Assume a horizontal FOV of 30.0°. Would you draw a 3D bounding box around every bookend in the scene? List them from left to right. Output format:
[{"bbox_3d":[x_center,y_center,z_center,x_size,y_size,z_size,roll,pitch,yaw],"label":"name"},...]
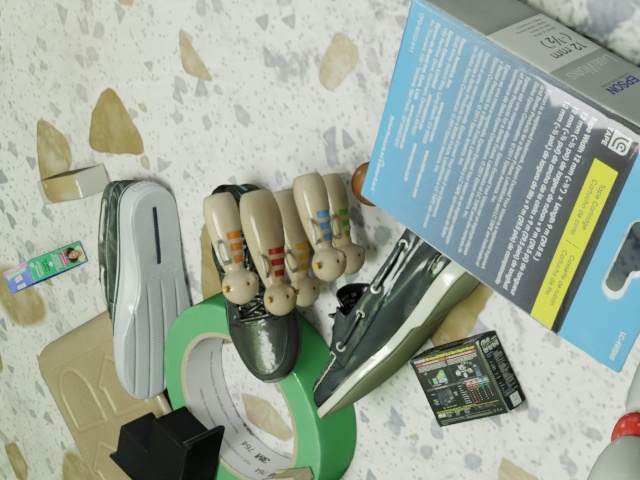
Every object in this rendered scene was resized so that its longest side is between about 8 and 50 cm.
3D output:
[{"bbox_3d":[-0.229,0.299,1.762,0.157,0.072,0.156,36,129,31],"label":"bookend"}]

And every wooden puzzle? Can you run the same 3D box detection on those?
[{"bbox_3d":[-0.317,0.294,1.972,0.322,0.080,0.348,-27,84,49],"label":"wooden puzzle"}]

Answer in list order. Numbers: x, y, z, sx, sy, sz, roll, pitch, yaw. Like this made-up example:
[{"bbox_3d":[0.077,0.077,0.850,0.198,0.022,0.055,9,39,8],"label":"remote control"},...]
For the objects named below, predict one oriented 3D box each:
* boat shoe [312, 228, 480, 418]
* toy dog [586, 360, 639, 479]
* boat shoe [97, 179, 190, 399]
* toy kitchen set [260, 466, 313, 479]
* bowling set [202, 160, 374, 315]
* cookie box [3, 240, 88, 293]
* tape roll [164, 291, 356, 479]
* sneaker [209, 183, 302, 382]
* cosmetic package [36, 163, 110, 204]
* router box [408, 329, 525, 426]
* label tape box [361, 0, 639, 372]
[{"bbox_3d":[0.070,0.085,1.420,0.113,0.127,0.340,51,136,16],"label":"boat shoe"},{"bbox_3d":[0.351,0.164,1.063,0.161,0.334,0.220,19,149,20],"label":"toy dog"},{"bbox_3d":[-0.270,0.067,1.789,0.119,0.121,0.335,20,111,49],"label":"boat shoe"},{"bbox_3d":[-0.045,0.359,1.605,0.075,0.068,0.083,-18,96,49],"label":"toy kitchen set"},{"bbox_3d":[0.000,0.000,1.408,0.200,0.287,0.154,-14,89,21],"label":"bowling set"},{"bbox_3d":[-0.451,0.044,1.956,0.092,0.107,0.040,-21,94,49],"label":"cookie box"},{"bbox_3d":[-0.092,0.227,1.699,0.321,0.077,0.321,22,124,37],"label":"tape roll"},{"bbox_3d":[-0.098,0.053,1.536,0.101,0.106,0.267,-17,79,14],"label":"sneaker"},{"bbox_3d":[-0.385,-0.087,1.859,0.115,0.060,0.041,-6,105,46],"label":"cosmetic package"},{"bbox_3d":[0.173,0.165,1.419,0.122,0.038,0.092,-23,92,49],"label":"router box"},{"bbox_3d":[0.222,-0.071,1.196,0.347,0.115,0.249,36,132,26],"label":"label tape box"}]
